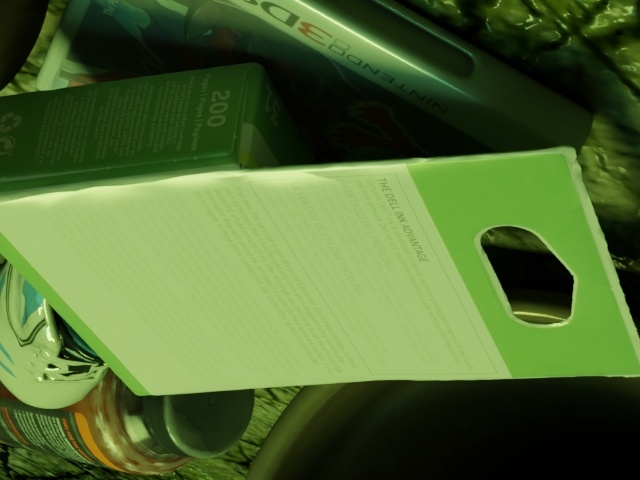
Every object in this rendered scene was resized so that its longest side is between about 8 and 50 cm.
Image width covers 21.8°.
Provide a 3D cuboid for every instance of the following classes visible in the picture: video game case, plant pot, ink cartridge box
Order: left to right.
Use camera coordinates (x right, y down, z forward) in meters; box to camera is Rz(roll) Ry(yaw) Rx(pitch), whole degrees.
[{"bbox_3d":[-0.015,-0.055,0.653,0.183,0.023,0.201,29,160,-9],"label":"video game case"},{"bbox_3d":[0.000,0.000,0.656,0.235,0.056,0.171,-6,147,19],"label":"ink cartridge box"},{"bbox_3d":[0.120,0.171,0.782,0.263,0.263,0.229,13,174,30],"label":"plant pot"}]

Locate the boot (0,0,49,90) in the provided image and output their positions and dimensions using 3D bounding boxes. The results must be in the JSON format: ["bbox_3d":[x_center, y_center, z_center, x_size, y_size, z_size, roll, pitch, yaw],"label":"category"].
[{"bbox_3d":[-0.214,-0.160,0.538,0.220,0.109,0.283,25,168,10],"label":"boot"}]

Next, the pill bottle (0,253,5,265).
[{"bbox_3d":[-0.280,0.058,1.020,0.108,0.180,0.108,22,160,8],"label":"pill bottle"}]

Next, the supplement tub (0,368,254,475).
[{"bbox_3d":[-0.131,0.089,1.033,0.198,0.106,0.106,4,152,46],"label":"supplement tub"}]

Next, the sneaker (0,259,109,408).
[{"bbox_3d":[-0.128,0.040,0.860,0.085,0.086,0.237,1,151,-19],"label":"sneaker"}]
